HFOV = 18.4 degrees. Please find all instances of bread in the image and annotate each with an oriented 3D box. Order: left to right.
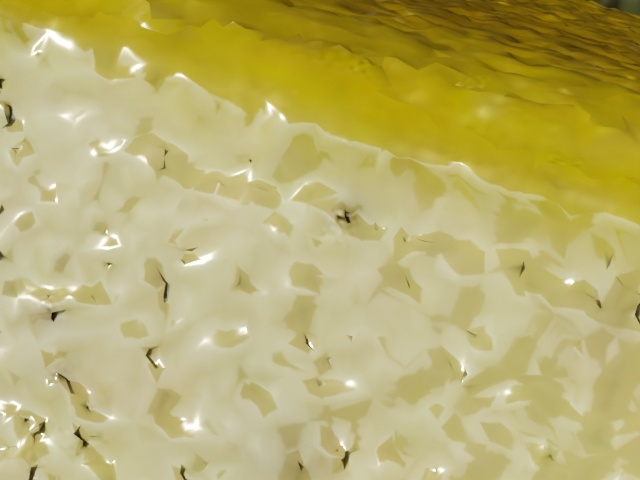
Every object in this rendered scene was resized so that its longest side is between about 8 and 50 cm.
[{"bbox_3d":[0.000,0.000,0.482,0.323,0.333,0.143,-18,-56,-70],"label":"bread"}]
